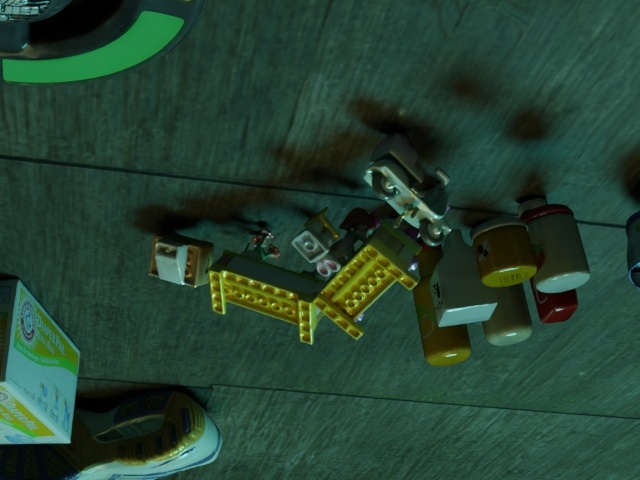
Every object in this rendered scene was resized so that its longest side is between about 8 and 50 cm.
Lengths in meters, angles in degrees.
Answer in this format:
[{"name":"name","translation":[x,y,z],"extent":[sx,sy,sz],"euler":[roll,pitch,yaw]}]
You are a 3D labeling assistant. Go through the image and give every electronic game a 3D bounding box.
[{"name":"electronic game","translation":[-0.177,-0.151,0.663],"extent":[0.229,0.048,0.229],"euler":[0,155,0]}]

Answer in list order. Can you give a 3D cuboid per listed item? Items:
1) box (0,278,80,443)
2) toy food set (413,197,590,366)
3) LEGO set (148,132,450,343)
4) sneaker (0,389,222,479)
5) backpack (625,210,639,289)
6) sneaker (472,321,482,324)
[{"name":"box","translation":[-0.321,0.124,1.183],"extent":[0.114,0.103,0.203],"euler":[-2,155,7]},{"name":"toy food set","translation":[0.133,0.011,0.929],"extent":[0.111,0.104,0.232],"euler":[-8,158,-5]},{"name":"LEGO set","translation":[0.000,0.000,0.964],"extent":[0.287,0.107,0.132],"euler":[-17,115,42]},{"name":"sneaker","translation":[-0.262,0.258,1.459],"extent":[0.297,0.111,0.131],"euler":[-6,154,16]},{"name":"backpack","translation":[0.293,-0.002,0.922],"extent":[0.114,0.084,0.105],"euler":[-17,145,26]},{"name":"sneaker","translation":[0.123,0.051,1.097],"extent":[0.057,0.047,0.119],"euler":[-4,156,37]}]
